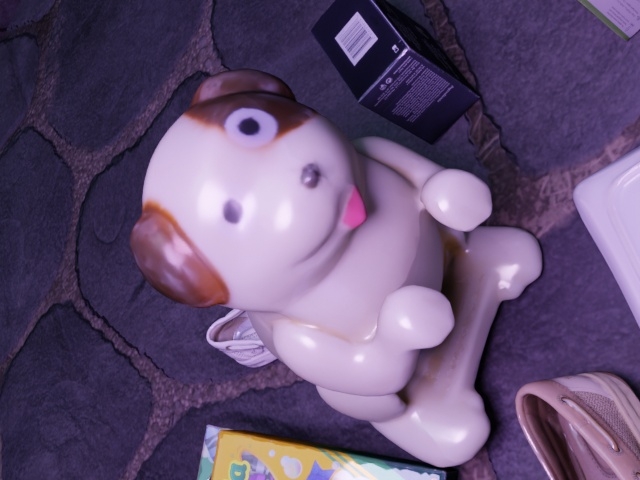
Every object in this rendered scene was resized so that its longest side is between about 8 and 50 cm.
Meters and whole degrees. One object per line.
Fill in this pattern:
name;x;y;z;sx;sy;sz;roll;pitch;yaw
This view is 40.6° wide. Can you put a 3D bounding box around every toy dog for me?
toy dog;0.000;0.000;0.887;0.395;0.408;0.285;21;77;39

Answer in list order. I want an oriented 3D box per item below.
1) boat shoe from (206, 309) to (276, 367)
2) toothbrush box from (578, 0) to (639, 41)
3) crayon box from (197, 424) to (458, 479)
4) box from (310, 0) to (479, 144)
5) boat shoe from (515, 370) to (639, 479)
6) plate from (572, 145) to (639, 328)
boat shoe;-0.045;0.095;1.167;0.277;0.096;0.098;-34;52;30
toothbrush box;0.260;-0.381;0.953;0.122;0.206;0.283;-44;51;26
crayon box;-0.021;0.335;0.988;0.322;0.083;0.203;5;80;20
box;0.094;-0.224;1.094;0.093;0.158;0.156;-46;49;22
boat shoe;0.280;0.271;0.766;0.122;0.110;0.341;-64;37;37
plate;0.396;-0.017;0.817;0.278;0.045;0.277;-36;54;30
